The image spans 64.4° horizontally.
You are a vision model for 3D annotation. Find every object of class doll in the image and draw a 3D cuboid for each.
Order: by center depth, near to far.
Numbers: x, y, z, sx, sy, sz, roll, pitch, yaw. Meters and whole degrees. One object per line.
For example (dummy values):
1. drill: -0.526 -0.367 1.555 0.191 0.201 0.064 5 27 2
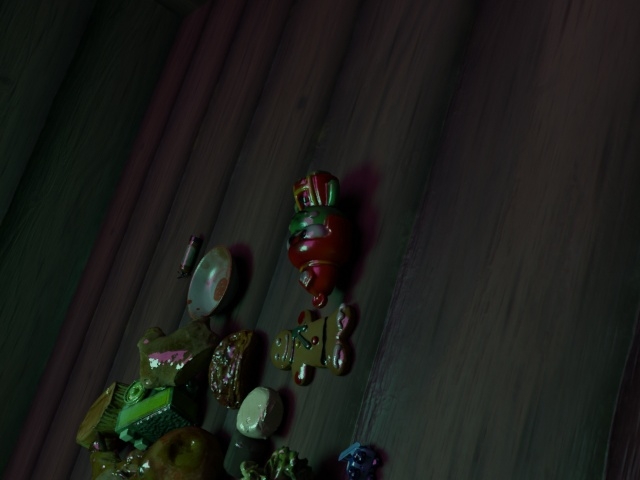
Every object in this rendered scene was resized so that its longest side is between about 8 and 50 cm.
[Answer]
1. doll: -0.001 -0.001 1.317 0.182 0.160 0.364 -23 56 43

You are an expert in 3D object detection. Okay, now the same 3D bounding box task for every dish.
1. dish: -0.343 0.152 1.711 0.260 0.085 0.261 -29 48 38

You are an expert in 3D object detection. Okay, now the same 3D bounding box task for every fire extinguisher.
1. fire extinguisher: -0.519 0.070 1.995 0.062 0.050 0.178 13 80 33

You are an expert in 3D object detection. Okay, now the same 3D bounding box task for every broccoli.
1. broccoli: -0.094 0.582 1.017 0.247 0.246 0.288 -39 54 -1

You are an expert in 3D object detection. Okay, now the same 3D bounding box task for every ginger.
1. ginger: -0.440 0.330 1.545 0.221 0.130 0.276 30 64 29

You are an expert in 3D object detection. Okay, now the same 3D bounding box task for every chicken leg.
1. chicken leg: -0.634 0.754 1.643 0.295 0.182 0.409 -50 46 -1

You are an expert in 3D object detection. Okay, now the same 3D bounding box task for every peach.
1. peach: -0.383 0.623 1.377 0.214 0.235 0.215 -16 69 46

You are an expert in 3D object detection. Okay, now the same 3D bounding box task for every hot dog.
1. hot dog: -0.249 0.369 1.467 0.160 0.099 0.227 -16 61 46

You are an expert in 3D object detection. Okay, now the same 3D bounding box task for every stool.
1. stool: -0.196 0.548 1.305 0.096 0.096 0.110 30 98 53

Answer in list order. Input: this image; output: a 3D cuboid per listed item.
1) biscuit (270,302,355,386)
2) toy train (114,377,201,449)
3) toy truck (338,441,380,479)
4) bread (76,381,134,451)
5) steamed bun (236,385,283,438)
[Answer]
1. biscuit: -0.033 0.270 1.302 0.301 0.049 0.197 -19 54 45
2. toy train: -0.508 0.523 1.603 0.271 0.159 0.188 -27 35 12
3. toy truck: 0.076 0.461 1.062 0.090 0.056 0.073 3 68 65
4. bread: -0.766 0.660 1.884 0.288 0.156 0.204 -49 26 20
5. steamed bun: -0.150 0.445 1.305 0.112 0.091 0.130 -5 53 39
